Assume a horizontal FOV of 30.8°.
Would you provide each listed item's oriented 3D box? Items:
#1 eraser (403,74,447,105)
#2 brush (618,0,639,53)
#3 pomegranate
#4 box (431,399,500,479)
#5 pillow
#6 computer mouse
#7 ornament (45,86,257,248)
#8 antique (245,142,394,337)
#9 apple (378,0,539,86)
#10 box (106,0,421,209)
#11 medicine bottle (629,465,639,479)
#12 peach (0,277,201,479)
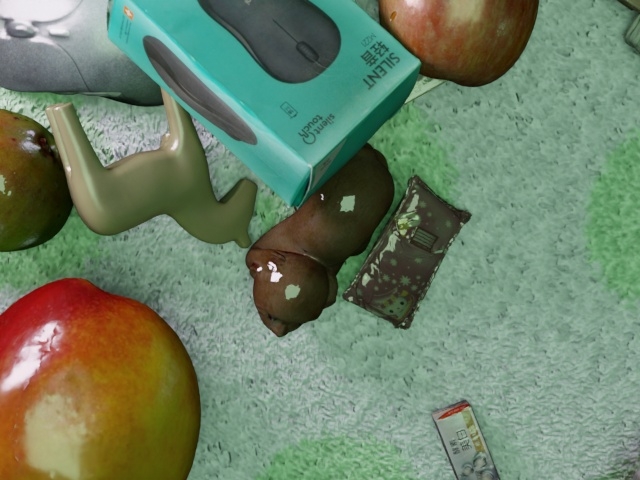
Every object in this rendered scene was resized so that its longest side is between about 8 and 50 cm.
[{"bbox_3d":[0.117,-0.197,1.463,0.083,0.019,0.038,-30,97,3],"label":"eraser"},{"bbox_3d":[0.369,-0.288,1.438,0.327,0.070,0.065,33,106,-5],"label":"brush"},{"bbox_3d":[-0.399,-0.055,1.405,0.180,0.180,0.209,46,113,-7],"label":"pomegranate"},{"bbox_3d":[0.209,0.319,1.532,0.055,0.039,0.218,-21,98,0],"label":"box"},{"bbox_3d":[0.110,0.016,1.478,0.118,0.043,0.185,28,99,-30],"label":"pillow"},{"bbox_3d":[-0.317,-0.249,1.413,0.379,0.090,0.167,2,97,0],"label":"computer mouse"},{"bbox_3d":[-0.190,-0.077,1.416,0.230,0.061,0.245,-24,107,-27],"label":"ornament"},{"bbox_3d":[0.000,0.000,1.430,0.121,0.143,0.257,36,98,-8],"label":"antique"},{"bbox_3d":[0.161,-0.274,1.369,0.188,0.188,0.174,12,101,-3],"label":"apple"},{"bbox_3d":[-0.065,-0.218,1.330,0.311,0.118,0.205,44,68,4],"label":"box"},{"bbox_3d":[0.475,0.369,1.458,0.219,0.219,0.388,34,96,-6],"label":"medicine bottle"},{"bbox_3d":[-0.291,0.208,1.378,0.307,0.308,0.332,6,94,-2],"label":"peach"}]
